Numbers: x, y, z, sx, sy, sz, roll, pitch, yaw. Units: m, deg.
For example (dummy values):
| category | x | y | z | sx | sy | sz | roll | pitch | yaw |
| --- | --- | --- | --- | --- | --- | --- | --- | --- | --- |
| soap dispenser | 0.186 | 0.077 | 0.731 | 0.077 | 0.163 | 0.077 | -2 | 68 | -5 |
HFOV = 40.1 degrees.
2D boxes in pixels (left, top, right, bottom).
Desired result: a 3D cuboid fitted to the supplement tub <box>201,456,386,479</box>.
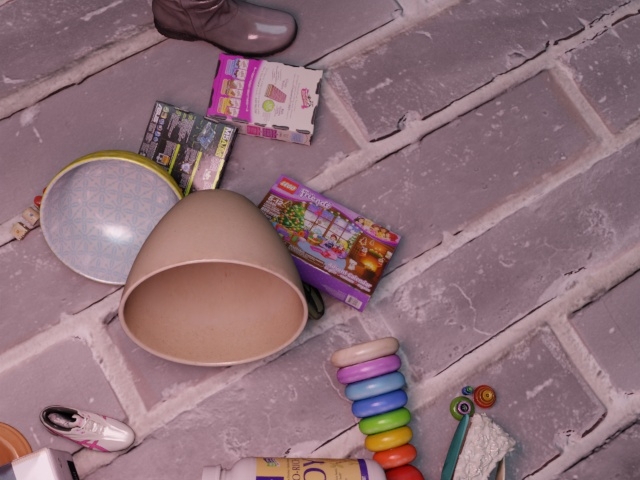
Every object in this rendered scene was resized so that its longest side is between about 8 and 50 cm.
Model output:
| category | x | y | z | sx | sy | sz | roll | pitch | yaw |
| --- | --- | --- | --- | --- | --- | --- | --- | --- | --- |
| supplement tub | -0.051 | 0.517 | 1.597 | 0.331 | 0.241 | 0.241 | 2 | 73 | -5 |

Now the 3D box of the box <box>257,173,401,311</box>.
| category | x | y | z | sx | sy | sz | roll | pitch | yaw |
| --- | --- | --- | --- | --- | --- | --- | --- | --- | --- |
| box | 0.000 | 0.000 | 1.807 | 0.293 | 0.057 | 0.201 | 28 | 44 | 4 |

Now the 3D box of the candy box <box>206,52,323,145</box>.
| category | x | y | z | sx | sy | sz | roll | pitch | yaw |
| --- | --- | --- | --- | --- | --- | --- | --- | --- | --- |
| candy box | -0.121 | -0.310 | 1.927 | 0.233 | 0.071 | 0.159 | 10 | 73 | -1 |

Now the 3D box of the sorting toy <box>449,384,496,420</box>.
| category | x | y | z | sx | sy | sz | roll | pitch | yaw |
| --- | --- | --- | --- | --- | --- | --- | --- | --- | --- |
| sorting toy | 0.311 | 0.325 | 1.787 | 0.102 | 0.042 | 0.061 | -27 | 77 | -12 |

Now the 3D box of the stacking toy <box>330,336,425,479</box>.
| category | x | y | z | sx | sy | sz | roll | pitch | yaw |
| --- | --- | --- | --- | --- | --- | --- | --- | --- | --- |
| stacking toy | 0.125 | 0.364 | 1.727 | 0.141 | 0.141 | 0.331 | -13 | 82 | -8 |

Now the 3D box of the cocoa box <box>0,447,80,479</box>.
| category | x | y | z | sx | sy | sz | roll | pitch | yaw |
| --- | --- | --- | --- | --- | --- | --- | --- | --- | --- |
| cocoa box | -0.485 | 0.550 | 1.450 | 0.227 | 0.231 | 0.347 | -21 | 77 | -11 |

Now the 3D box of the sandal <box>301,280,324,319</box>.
| category | x | y | z | sx | sy | sz | roll | pitch | yaw |
| --- | --- | --- | --- | --- | --- | --- | --- | --- | --- |
| sandal | -0.121 | 0.075 | 1.806 | 0.302 | 0.120 | 0.086 | 32 | 104 | 8 |

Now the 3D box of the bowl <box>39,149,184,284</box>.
| category | x | y | z | sx | sy | sz | roll | pitch | yaw |
| --- | --- | --- | --- | --- | --- | --- | --- | --- | --- |
| bowl | -0.402 | -0.070 | 1.772 | 0.289 | 0.290 | 0.156 | 4 | 30 | -4 |

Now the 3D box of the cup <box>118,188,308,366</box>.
| category | x | y | z | sx | sy | sz | roll | pitch | yaw |
| --- | --- | --- | --- | --- | --- | --- | --- | --- | --- |
| cup | -0.192 | 0.046 | 1.611 | 0.330 | 0.331 | 0.237 | 0 | 51 | -5 |

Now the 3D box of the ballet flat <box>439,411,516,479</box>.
| category | x | y | z | sx | sy | sz | roll | pitch | yaw |
| --- | --- | --- | --- | --- | --- | --- | --- | --- | --- |
| ballet flat | 0.262 | 0.517 | 1.655 | 0.147 | 0.147 | 0.409 | 29 | 66 | 4 |

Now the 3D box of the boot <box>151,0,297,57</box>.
| category | x | y | z | sx | sy | sz | roll | pitch | yaw |
| --- | --- | --- | --- | --- | --- | --- | --- | --- | --- |
| boot | -0.214 | -0.507 | 1.899 | 0.338 | 0.223 | 0.118 | 4 | 72 | -3 |

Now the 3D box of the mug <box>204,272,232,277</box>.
| category | x | y | z | sx | sy | sz | roll | pitch | yaw |
| --- | --- | --- | --- | --- | --- | --- | --- | --- | --- |
| mug | -0.220 | 0.134 | 1.772 | 0.157 | 0.097 | 0.130 | 22 | 73 | 3 |

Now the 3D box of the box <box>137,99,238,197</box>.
| category | x | y | z | sx | sy | sz | roll | pitch | yaw |
| --- | --- | --- | --- | --- | --- | --- | --- | --- | --- |
| box | -0.290 | -0.179 | 1.861 | 0.184 | 0.045 | 0.191 | 18 | 92 | 0 |

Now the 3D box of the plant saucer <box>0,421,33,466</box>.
| category | x | y | z | sx | sy | sz | roll | pitch | yaw |
| --- | --- | --- | --- | --- | --- | --- | --- | --- | --- |
| plant saucer | -0.650 | 0.444 | 1.676 | 0.199 | 0.037 | 0.200 | 1 | 73 | -4 |

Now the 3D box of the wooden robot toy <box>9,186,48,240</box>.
| category | x | y | z | sx | sy | sz | roll | pitch | yaw |
| --- | --- | --- | --- | --- | --- | --- | --- | --- | --- |
| wooden robot toy | -0.558 | -0.058 | 1.820 | 0.079 | 0.076 | 0.173 | 41 | 75 | -3 |

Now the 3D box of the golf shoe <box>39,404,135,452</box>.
| category | x | y | z | sx | sy | sz | roll | pitch | yaw |
| --- | --- | --- | --- | --- | --- | --- | --- | --- | --- |
| golf shoe | -0.451 | 0.365 | 1.691 | 0.186 | 0.086 | 0.068 | 14 | 71 | -2 |
